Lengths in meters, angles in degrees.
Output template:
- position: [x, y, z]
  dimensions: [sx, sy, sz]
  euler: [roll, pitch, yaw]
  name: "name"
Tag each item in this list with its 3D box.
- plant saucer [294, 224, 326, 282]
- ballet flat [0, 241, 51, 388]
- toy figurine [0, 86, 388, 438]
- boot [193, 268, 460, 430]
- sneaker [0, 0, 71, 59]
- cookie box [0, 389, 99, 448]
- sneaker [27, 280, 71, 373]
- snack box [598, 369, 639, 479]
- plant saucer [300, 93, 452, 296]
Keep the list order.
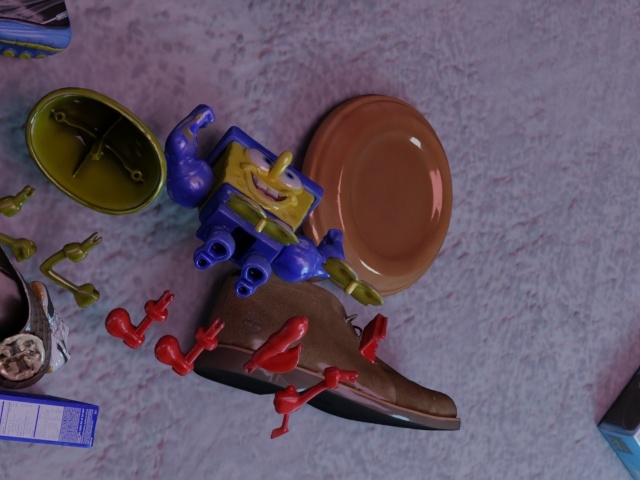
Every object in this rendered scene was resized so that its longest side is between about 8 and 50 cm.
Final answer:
- position: [0.000, 0.000, 1.918]
  dimensions: [0.083, 0.015, 0.083]
  euler: [-5, 98, -37]
  name: "plant saucer"
- position: [-0.292, 0.018, 1.660]
  dimensions: [0.084, 0.058, 0.250]
  euler: [-26, 109, -15]
  name: "ballet flat"
- position: [-0.102, -0.023, 1.782]
  dimensions: [0.362, 0.217, 0.191]
  euler: [34, 119, -9]
  name: "toy figurine"
- position: [0.024, 0.111, 1.900]
  dimensions: [0.305, 0.112, 0.115]
  euler: [23, 71, -35]
  name: "boot"
- position: [-0.293, -0.204, 1.650]
  dimensions: [0.188, 0.067, 0.078]
  euler: [11, 67, -36]
  name: "sneaker"
- position: [-0.259, 0.150, 1.692]
  dimensions: [0.107, 0.092, 0.040]
  euler: [11, 86, -37]
  name: "cookie box"
- position: [-0.240, 0.073, 1.740]
  dimensions: [0.037, 0.032, 0.083]
  euler: [-24, 112, -50]
  name: "sneaker"
- position: [0.463, 0.157, 2.261]
  dimensions: [0.322, 0.060, 0.187]
  euler: [-50, 122, -22]
  name: "snack box"
- position: [0.063, -0.043, 1.934]
  dimensions: [0.200, 0.037, 0.200]
  euler: [-3, 94, -42]
  name: "plant saucer"
